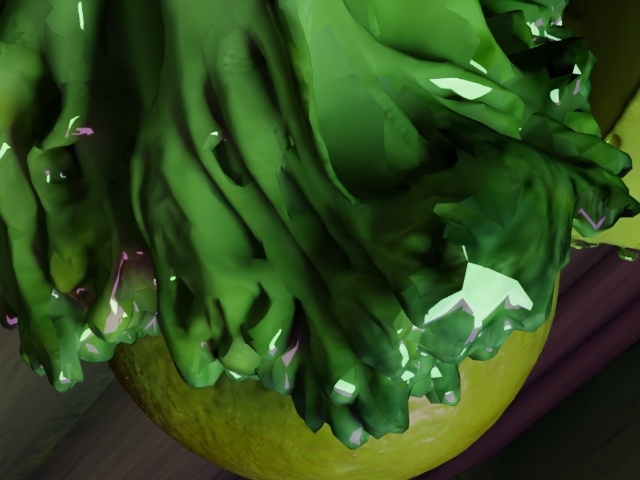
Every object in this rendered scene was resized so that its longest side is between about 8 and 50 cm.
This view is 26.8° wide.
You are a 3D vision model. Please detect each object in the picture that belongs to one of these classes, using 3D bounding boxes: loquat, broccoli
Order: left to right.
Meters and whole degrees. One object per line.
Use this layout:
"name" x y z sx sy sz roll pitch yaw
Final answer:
"broccoli" -0.042 -0.082 0.427 0.248 0.288 0.245 -55 134 -24
"loquat" 0.000 0.000 0.718 0.263 0.263 0.263 -31 162 -11

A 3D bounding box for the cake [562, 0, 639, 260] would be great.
"cake" 0.230 -0.127 0.800 0.286 0.222 0.227 7 144 -13
